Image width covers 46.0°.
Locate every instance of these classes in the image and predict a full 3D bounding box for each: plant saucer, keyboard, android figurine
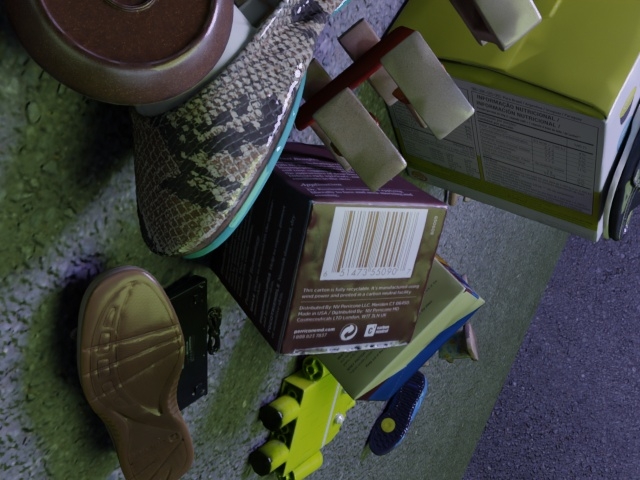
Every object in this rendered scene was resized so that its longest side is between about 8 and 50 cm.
[{"bbox_3d":[-0.141,-0.184,0.545,0.168,0.029,0.168,2,85,-23],"label":"plant saucer"},{"bbox_3d":[-0.158,0.124,0.891,0.108,0.023,0.180,-29,136,-42],"label":"keyboard"},{"bbox_3d":[-0.011,0.285,1.257,0.273,0.056,0.248,-14,122,-56],"label":"android figurine"}]

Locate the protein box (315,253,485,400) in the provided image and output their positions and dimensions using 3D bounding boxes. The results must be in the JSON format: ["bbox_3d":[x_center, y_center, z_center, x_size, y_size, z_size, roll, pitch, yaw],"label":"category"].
[{"bbox_3d":[0.071,0.074,1.016,0.200,0.201,0.136,-46,156,7],"label":"protein box"}]

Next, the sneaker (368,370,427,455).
[{"bbox_3d":[0.179,0.389,1.678,0.209,0.069,0.082,-58,156,-18],"label":"sneaker"}]

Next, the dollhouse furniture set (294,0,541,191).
[{"bbox_3d":[0.075,-0.200,0.767,0.259,0.262,0.135,-38,109,7],"label":"dollhouse furniture set"}]

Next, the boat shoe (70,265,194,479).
[{"bbox_3d":[-0.198,0.138,0.776,0.104,0.089,0.285,-16,126,-25],"label":"boat shoe"}]

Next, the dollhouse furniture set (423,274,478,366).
[{"bbox_3d":[0.116,0.070,1.150,0.161,0.212,0.242,49,37,-63],"label":"dollhouse furniture set"}]

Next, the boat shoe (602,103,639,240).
[{"bbox_3d":[0.448,-0.100,1.027,0.084,0.079,0.233,-18,128,-57],"label":"boat shoe"}]

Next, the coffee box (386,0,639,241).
[{"bbox_3d":[0.331,-0.260,1.144,0.338,0.338,0.334,-58,151,-16],"label":"coffee box"}]

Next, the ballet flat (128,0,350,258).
[{"bbox_3d":[-0.065,-0.219,0.683,0.182,0.164,0.483,50,57,-37],"label":"ballet flat"}]

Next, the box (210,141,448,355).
[{"bbox_3d":[0.000,0.000,0.825,0.168,0.203,0.167,0,113,-30],"label":"box"}]

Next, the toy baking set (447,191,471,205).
[{"bbox_3d":[0.310,-0.161,1.529,0.197,0.030,0.256,-40,143,-43],"label":"toy baking set"}]
